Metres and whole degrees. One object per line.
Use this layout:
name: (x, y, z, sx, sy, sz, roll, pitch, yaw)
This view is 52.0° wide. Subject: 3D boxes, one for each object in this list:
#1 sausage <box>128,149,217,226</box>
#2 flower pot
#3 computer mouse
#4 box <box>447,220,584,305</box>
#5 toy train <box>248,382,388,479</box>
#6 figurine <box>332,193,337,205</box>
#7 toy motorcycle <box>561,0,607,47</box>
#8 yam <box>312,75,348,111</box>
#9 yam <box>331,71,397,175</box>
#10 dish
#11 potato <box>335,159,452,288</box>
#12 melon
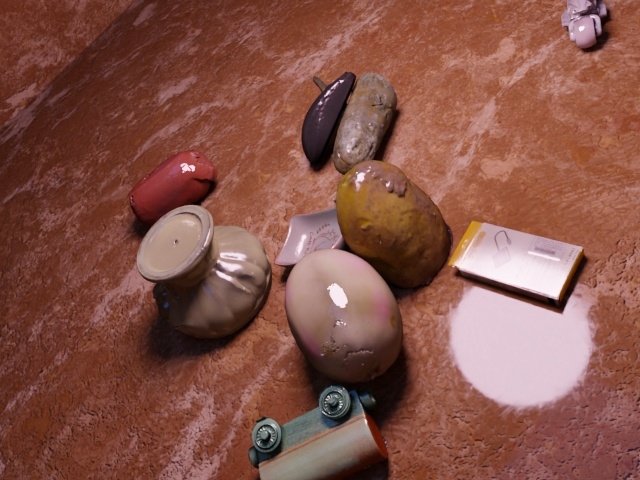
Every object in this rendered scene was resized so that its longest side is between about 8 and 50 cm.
sausage: (-0.431, -0.153, 1.917, 0.279, 0.152, 0.152, -34, 46, 7)
flower pot: (-0.295, 0.066, 1.602, 0.307, 0.244, 0.307, -17, 48, 19)
computer mouse: (0.009, -0.339, 1.774, 0.086, 0.137, 0.270, 25, 92, -1)
box: (0.400, 0.041, 1.355, 0.247, 0.033, 0.129, 19, 68, 39)
toy train: (-0.004, 0.399, 1.272, 0.285, 0.116, 0.177, -28, 59, 8)
figurine: (0.099, -0.133, 1.632, 0.146, 0.081, 0.098, -44, 46, -6)
toy motorcycle: (0.652, -0.585, 1.637, 0.112, 0.112, 0.254, -9, 51, 25)
yam: (0.028, -0.435, 1.949, 0.027, 0.029, 0.234, -17, 41, -18)
yam: (0.111, -0.294, 1.695, 0.133, 0.133, 0.330, -3, 47, 29)
dish: (0.000, 0.000, 1.565, 0.212, 0.077, 0.151, -14, 46, 46)
potato: (0.139, -0.053, 1.427, 0.229, 0.266, 0.229, -19, 47, 22)
melon: (0.044, 0.151, 1.348, 0.223, 0.223, 0.317, -32, 46, 5)
